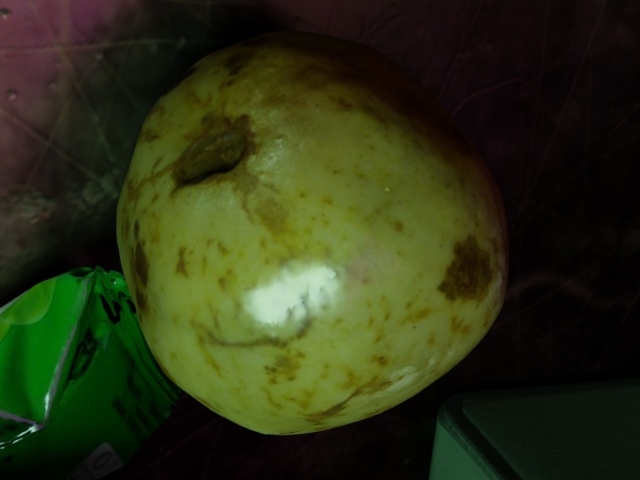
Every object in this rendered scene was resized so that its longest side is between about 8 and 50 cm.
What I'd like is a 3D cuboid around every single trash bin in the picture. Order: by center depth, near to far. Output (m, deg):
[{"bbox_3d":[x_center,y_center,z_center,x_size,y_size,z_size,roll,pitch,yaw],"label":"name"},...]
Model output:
[{"bbox_3d":[0.177,0.283,1.028,0.222,0.158,0.344,-3,119,-25],"label":"trash bin"}]

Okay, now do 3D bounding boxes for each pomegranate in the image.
[{"bbox_3d":[0.000,0.000,0.771,0.215,0.215,0.215,-11,116,-22],"label":"pomegranate"}]

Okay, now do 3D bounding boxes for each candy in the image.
[{"bbox_3d":[-0.181,0.101,0.810,0.203,0.078,0.141,-29,122,-6],"label":"candy"}]
